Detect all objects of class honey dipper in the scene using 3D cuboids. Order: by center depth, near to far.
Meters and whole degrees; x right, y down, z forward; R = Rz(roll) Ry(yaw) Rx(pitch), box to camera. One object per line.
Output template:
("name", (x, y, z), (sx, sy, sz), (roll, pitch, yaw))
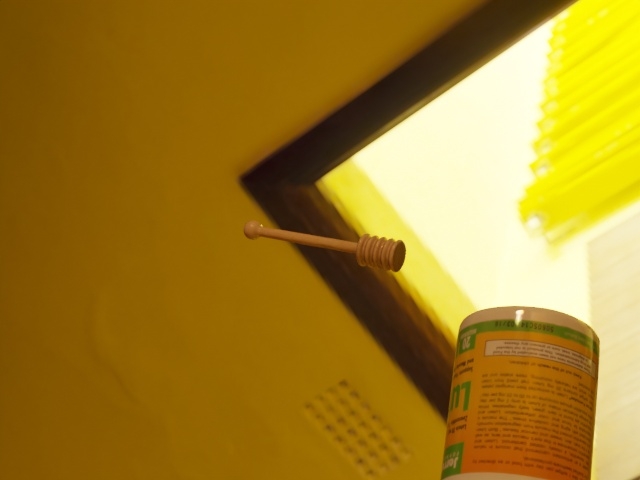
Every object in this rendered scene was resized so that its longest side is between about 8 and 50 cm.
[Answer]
("honey dipper", (0.000, 0.000, 1.187), (0.030, 0.161, 0.030), (-34, -50, -54))

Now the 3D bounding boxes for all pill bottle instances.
("pill bottle", (0.182, 0.196, 1.205), (0.136, 0.136, 0.245), (31, -122, -40))

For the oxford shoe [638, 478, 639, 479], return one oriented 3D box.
("oxford shoe", (0.274, 0.318, 1.166), (0.140, 0.397, 0.146), (33, -173, 2))
